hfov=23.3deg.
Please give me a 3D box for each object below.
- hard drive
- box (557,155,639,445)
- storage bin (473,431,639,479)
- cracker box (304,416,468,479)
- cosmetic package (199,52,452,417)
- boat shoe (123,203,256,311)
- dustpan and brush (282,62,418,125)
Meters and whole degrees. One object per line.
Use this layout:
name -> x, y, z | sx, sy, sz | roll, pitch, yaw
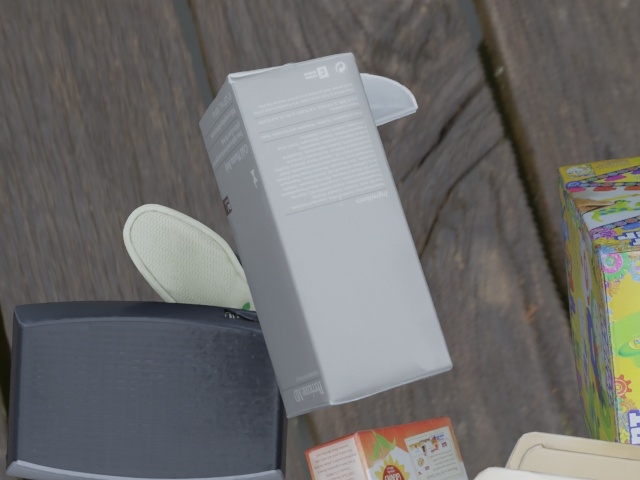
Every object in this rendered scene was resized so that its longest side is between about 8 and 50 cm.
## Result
hard drive -> -0.152, 0.141, 1.396 | 0.254, 0.054, 0.172 | 3, 90, -7
box -> 0.335, 0.093, 1.439 | 0.177, 0.279, 0.290 | -7, 108, 4
storage bin -> 0.188, 0.166, 0.713 | 0.260, 0.262, 0.123 | 6, 88, 11
cracker box -> 0.084, 0.283, 1.392 | 0.067, 0.155, 0.232 | -25, 75, 34
cosmetic package -> 0.000, 0.000, 1.109 | 0.107, 0.127, 0.238 | -13, 81, -17
boat shoe -> -0.099, 0.050, 1.499 | 0.233, 0.079, 0.084 | 37, 80, -16
dustpan and brush -> 0.000, -0.159, 1.702 | 0.147, 0.211, 0.060 | -20, 106, -15
